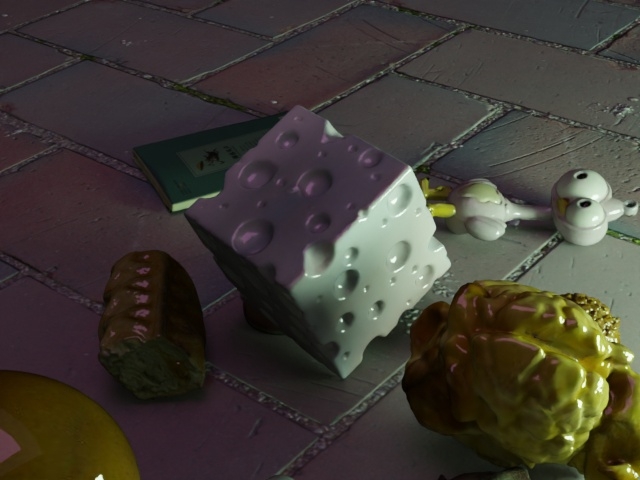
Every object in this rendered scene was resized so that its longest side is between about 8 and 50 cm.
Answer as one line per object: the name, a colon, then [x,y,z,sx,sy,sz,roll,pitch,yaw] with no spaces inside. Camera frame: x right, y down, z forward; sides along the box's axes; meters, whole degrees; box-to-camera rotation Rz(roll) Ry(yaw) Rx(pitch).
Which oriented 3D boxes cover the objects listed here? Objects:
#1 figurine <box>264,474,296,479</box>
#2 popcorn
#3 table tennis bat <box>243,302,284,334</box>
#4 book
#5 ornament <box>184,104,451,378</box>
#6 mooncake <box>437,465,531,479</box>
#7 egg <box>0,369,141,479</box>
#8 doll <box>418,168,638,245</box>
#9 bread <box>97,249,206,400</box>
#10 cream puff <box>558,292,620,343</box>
figurine: [-0.133,0.392,1.062,0.205,0.224,0.382,0,5,28]
popcorn: [0.258,0.169,1.261,0.332,0.265,0.225,33,68,17]
table tennis bat: [-0.054,0.072,1.663,0.138,0.022,0.246,-3,34,0]
book: [-0.155,-0.166,2.031,0.379,0.031,0.264,-16,34,-18]
ornament: [0.000,0.000,1.482,0.240,0.239,0.239,-45,50,-14]
mooncake: [0.188,0.319,1.200,0.125,0.073,0.130,-3,31,5]
egg: [-0.370,0.282,1.118,0.351,0.282,0.282,-10,32,5]
doll: [0.349,-0.054,1.749,0.365,0.094,0.160,-2,35,4]
bread: [-0.245,0.113,1.517,0.152,0.130,0.267,26,24,-22]
cream puff: [0.352,0.129,1.451,0.144,0.103,0.126,-24,36,-38]
